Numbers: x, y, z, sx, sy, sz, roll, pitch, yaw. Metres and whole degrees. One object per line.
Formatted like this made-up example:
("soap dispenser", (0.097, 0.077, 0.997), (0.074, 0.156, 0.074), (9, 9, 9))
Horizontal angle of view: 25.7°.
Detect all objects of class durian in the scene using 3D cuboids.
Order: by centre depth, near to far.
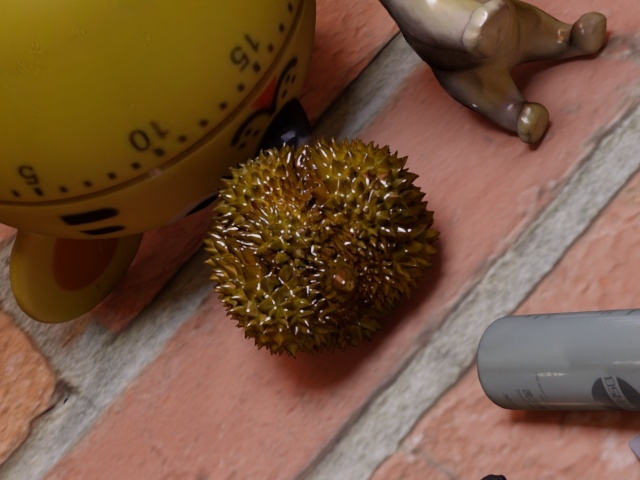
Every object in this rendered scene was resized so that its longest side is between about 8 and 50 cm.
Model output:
("durian", (0.000, 0.000, 0.937), (0.158, 0.137, 0.168), (-15, 29, -12))

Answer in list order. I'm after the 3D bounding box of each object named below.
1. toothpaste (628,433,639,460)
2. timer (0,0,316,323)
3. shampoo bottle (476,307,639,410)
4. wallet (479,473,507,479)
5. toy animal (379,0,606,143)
("toothpaste", (0.239, 0.127, 0.622), (0.099, 0.069, 0.282), (-16, 27, -8))
("timer", (-0.154, -0.147, 1.062), (0.376, 0.387, 0.376), (-9, 56, 13))
("shampoo bottle", (0.168, 0.062, 0.739), (0.195, 0.056, 0.056), (-9, 46, 52))
("wallet", (0.010, 0.227, 0.771), (0.244, 0.025, 0.124), (-29, 36, 18))
("toy animal", (0.091, -0.170, 0.951), (0.168, 0.233, 0.121), (21, 74, 45))
